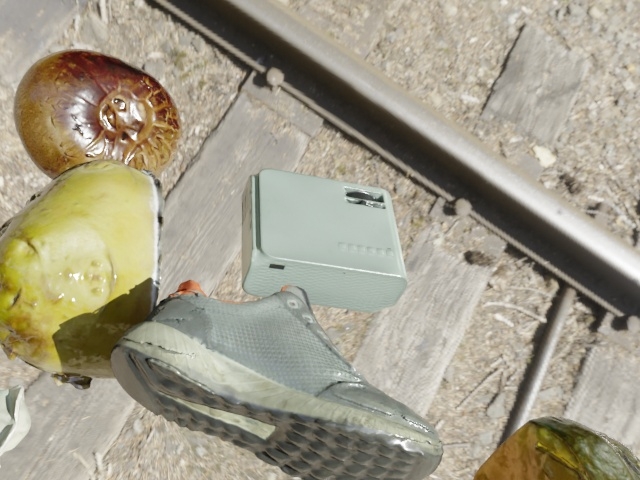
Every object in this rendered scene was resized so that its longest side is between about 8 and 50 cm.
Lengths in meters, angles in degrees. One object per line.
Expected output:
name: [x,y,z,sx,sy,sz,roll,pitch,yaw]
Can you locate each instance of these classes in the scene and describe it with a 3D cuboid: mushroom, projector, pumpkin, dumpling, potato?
mushroom: [-0.386,-0.217,1.252,0.297,0.163,0.278,5,69,-43]
projector: [0.000,0.000,1.130,0.251,0.108,0.198,8,47,-16]
pumpkin: [0.374,0.428,1.055,0.226,0.256,0.303,16,57,-37]
dumpling: [-0.646,0.385,1.406,0.124,0.229,0.151,13,51,-37]
potato: [-0.315,0.020,0.878,0.196,0.246,0.299,10,46,-26]

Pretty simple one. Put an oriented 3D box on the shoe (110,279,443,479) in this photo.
shoe: [-0.030,0.130,0.729,0.337,0.132,0.171,19,47,6]
